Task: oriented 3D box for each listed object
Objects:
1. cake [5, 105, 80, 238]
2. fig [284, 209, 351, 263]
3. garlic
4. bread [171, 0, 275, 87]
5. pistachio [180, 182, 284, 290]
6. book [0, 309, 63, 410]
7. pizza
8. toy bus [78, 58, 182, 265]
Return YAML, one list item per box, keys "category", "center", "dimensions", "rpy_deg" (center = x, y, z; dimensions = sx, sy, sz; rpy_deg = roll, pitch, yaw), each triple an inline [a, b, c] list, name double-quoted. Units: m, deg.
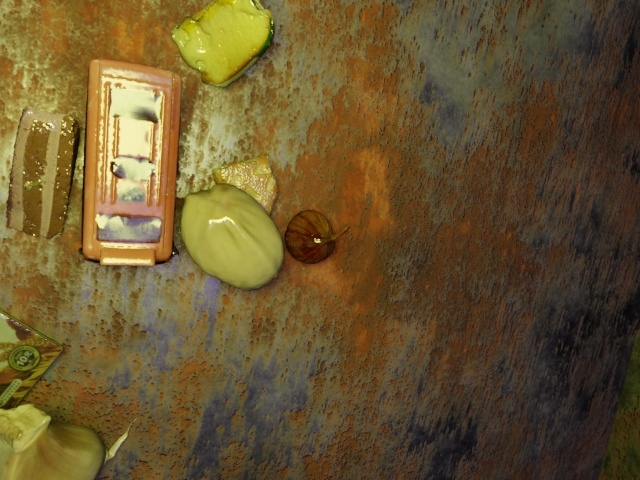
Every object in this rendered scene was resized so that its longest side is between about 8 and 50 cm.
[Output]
- category: "cake"
  center: [-0.597, -0.148, 0.999]
  dimensions: [0.116, 0.113, 0.295]
  rpy_deg: [14, 107, -22]
- category: "fig"
  center: [0.000, 0.000, 1.199]
  dimensions: [0.134, 0.201, 0.146]
  rpy_deg: [-40, 118, -22]
- category: "garlic"
  center: [-0.639, 0.488, 1.044]
  dimensions: [0.340, 0.231, 0.245]
  rpy_deg: [52, 52, -62]
- category: "bread"
  center: [-0.206, -0.486, 1.064]
  dimensions: [0.174, 0.252, 0.133]
  rpy_deg: [47, 37, -21]
- category: "pistachio"
  center: [-0.203, 0.006, 1.105]
  dimensions: [0.208, 0.226, 0.332]
  rpy_deg: [-59, 134, -22]
- category: "book"
  center: [-0.837, 0.235, 0.982]
  dimensions: [0.428, 0.039, 0.300]
  rpy_deg: [41, 85, -23]
- category: "pizza"
  center: [-0.179, -0.151, 1.175]
  dimensions: [0.182, 0.062, 0.161]
  rpy_deg: [33, 93, -19]
- category: "toy bus"
  center: [-0.401, -0.150, 0.987]
  dimensions: [0.203, 0.233, 0.427]
  rpy_deg: [3, 98, -23]
